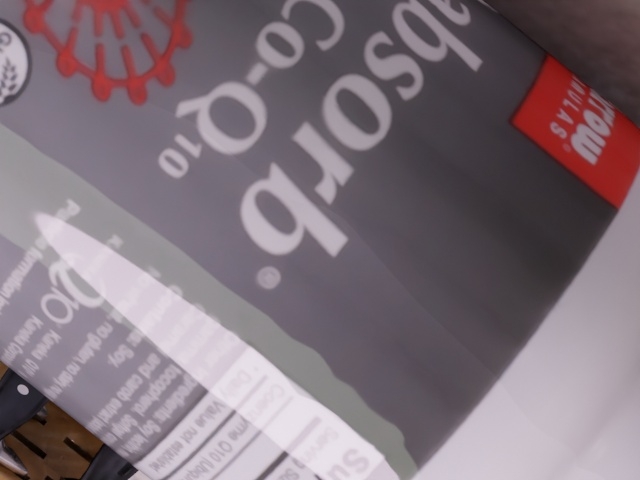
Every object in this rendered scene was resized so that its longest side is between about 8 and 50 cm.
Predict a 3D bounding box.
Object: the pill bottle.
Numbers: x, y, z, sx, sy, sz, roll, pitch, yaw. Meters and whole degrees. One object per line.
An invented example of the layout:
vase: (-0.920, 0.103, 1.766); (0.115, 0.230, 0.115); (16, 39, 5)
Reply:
pill bottle: (0.000, 0.000, 0.702); (0.363, 0.210, 0.210); (38, 144, -4)

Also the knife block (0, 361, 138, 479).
knife block: (-0.156, 0.122, 0.953); (0.088, 0.276, 0.242); (39, 174, -3)
